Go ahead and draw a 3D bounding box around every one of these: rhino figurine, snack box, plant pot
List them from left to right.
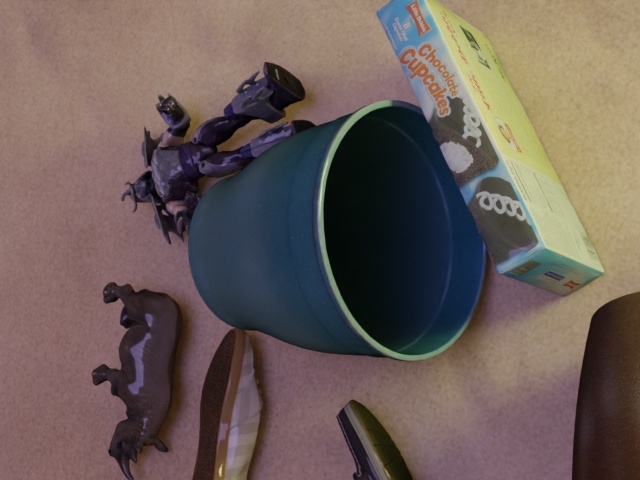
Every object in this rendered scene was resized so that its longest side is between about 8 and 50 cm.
[{"bbox_3d":[-0.225,0.175,1.707,0.106,0.073,0.243,1,83,33],"label":"rhino figurine"},{"bbox_3d":[0.000,0.000,1.513,0.255,0.271,0.272,-7,77,43],"label":"plant pot"},{"bbox_3d":[0.181,-0.103,1.458,0.060,0.187,0.322,-31,67,21],"label":"snack box"},{"bbox_3d":[0.332,0.173,1.330,0.215,0.215,0.231,-21,57,25],"label":"plant pot"}]

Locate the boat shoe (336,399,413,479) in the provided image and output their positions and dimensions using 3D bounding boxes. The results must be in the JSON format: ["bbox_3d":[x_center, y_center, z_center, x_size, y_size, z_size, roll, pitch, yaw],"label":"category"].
[{"bbox_3d":[0.067,0.284,1.516,0.073,0.080,0.224,-35,70,14],"label":"boat shoe"}]

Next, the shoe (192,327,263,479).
[{"bbox_3d":[-0.107,0.215,1.647,0.076,0.058,0.219,-8,71,60],"label":"shoe"}]

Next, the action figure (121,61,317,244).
[{"bbox_3d":[-0.140,-0.110,1.697,0.285,0.099,0.185,-26,74,27],"label":"action figure"}]
